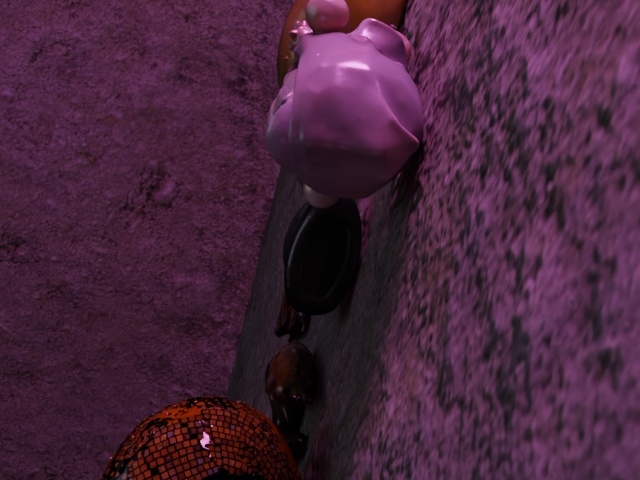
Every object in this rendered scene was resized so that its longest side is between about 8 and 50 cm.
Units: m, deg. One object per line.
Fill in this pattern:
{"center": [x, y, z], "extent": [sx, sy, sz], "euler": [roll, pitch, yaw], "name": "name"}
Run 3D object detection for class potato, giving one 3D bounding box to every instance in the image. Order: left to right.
{"center": [0.027, -0.243, 1.204], "extent": [0.150, 0.146, 0.234], "euler": [45, 127, 47], "name": "potato"}

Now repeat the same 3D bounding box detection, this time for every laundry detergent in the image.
{"center": [0.000, 0.000, 1.178], "extent": [0.222, 0.078, 0.144], "euler": [-97, 22, -80], "name": "laundry detergent"}

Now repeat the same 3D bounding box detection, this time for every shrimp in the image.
{"center": [-0.043, 0.201, 1.226], "extent": [0.254, 0.059, 0.145], "euler": [-116, 36, -81], "name": "shrimp"}

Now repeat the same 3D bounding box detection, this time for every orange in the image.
{"center": [-0.123, 0.274, 1.043], "extent": [0.182, 0.234, 0.235], "euler": [42, 131, 33], "name": "orange"}

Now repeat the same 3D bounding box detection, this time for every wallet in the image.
{"center": [-0.031, 0.048, 1.516], "extent": [0.161, 0.041, 0.196], "euler": [130, 152, -78], "name": "wallet"}

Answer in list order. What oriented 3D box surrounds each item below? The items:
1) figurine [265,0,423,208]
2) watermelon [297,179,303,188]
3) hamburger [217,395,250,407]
{"center": [0.027, -0.128, 0.937], "extent": [0.276, 0.133, 0.200], "euler": [-78, -8, -64], "name": "figurine"}
{"center": [0.006, -0.095, 1.531], "extent": [0.061, 0.085, 0.085], "euler": [11, 88, 55], "name": "watermelon"}
{"center": [-0.114, 0.272, 1.282], "extent": [0.159, 0.131, 0.185], "euler": [-80, -17, -65], "name": "hamburger"}
